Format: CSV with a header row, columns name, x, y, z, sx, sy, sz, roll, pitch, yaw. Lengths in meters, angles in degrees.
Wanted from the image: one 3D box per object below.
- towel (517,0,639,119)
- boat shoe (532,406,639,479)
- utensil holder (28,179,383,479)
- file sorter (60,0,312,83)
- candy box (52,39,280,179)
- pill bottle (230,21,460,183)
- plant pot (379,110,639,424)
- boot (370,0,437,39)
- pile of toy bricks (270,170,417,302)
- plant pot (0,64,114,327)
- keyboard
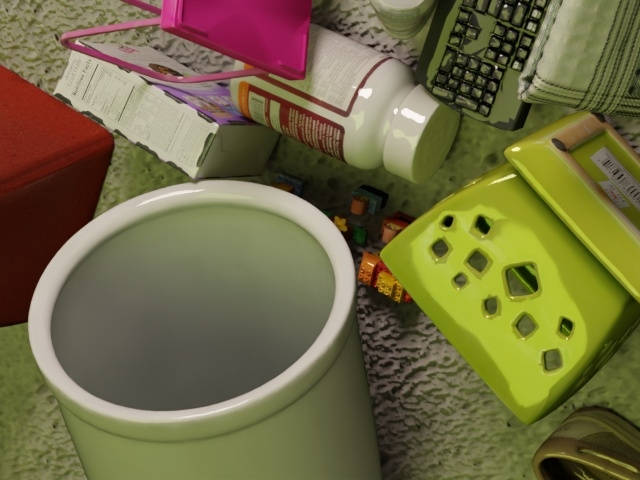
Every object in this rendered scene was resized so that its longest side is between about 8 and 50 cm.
name,x,y,z,sx,sy,sz,roll,pitch,yaw
towel,0.356,-0.243,1.687,0.056,0.312,0.324,-122,44,-53
boat shoe,0.366,0.308,1.991,0.341,0.110,0.122,34,122,17
utensil holder,-0.100,0.187,2.038,0.327,0.327,0.385,16,140,26
file sorter,-0.133,-0.317,1.947,0.182,0.202,0.291,-2,78,37
candy box,-0.163,-0.142,2.109,0.196,0.165,0.070,31,105,20
pill bottle,0.026,-0.146,2.023,0.221,0.121,0.121,26,120,21
plant pot,0.232,0.009,1.899,0.228,0.227,0.207,48,119,8
boot,0.092,-0.329,1.928,0.095,0.123,0.258,12,81,3
pile of toy bricks,0.000,0.000,2.105,0.212,0.105,0.118,23,119,23
plant pot,-0.441,-0.044,2.283,0.267,0.235,0.267,31,121,18
keyboard,0.227,-0.253,1.880,0.201,0.033,0.317,21,110,7
